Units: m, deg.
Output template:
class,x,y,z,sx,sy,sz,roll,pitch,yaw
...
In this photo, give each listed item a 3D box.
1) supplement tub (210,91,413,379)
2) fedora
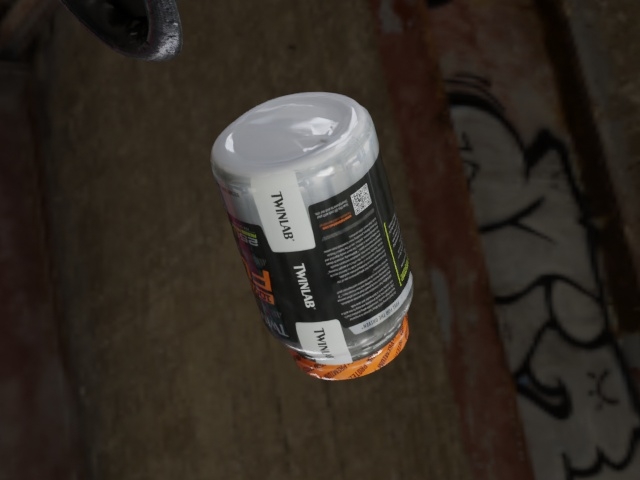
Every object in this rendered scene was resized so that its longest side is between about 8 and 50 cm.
class,x,y,z,sx,sy,sz,roll,pitch,yaw
supplement tub,0.000,0.000,1.685,0.207,0.207,0.338,34,-32,50
fedora,-0.253,-0.393,1.694,0.334,0.152,0.334,34,-25,19
